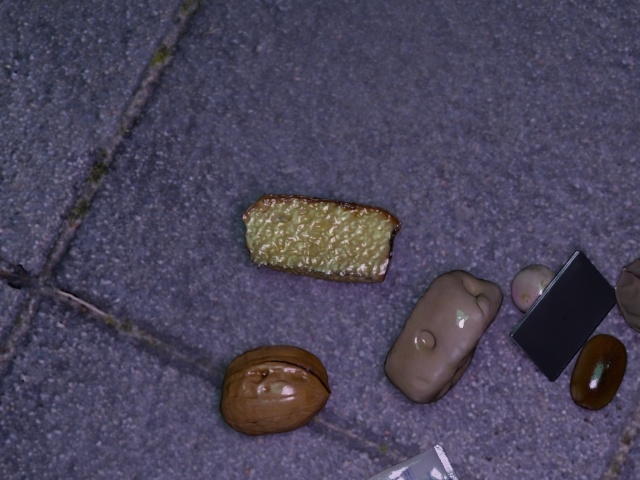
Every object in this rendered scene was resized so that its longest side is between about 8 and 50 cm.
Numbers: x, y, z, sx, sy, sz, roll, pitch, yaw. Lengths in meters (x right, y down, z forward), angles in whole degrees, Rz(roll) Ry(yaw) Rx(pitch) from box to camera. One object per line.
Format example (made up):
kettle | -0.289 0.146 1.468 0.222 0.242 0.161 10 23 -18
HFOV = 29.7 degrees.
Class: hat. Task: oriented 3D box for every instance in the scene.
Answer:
hat | 0.560 0.103 1.898 0.175 0.085 0.147 -2 66 -18

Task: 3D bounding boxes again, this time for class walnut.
walnut | -0.071 0.232 1.893 0.180 0.144 0.144 -5 72 14

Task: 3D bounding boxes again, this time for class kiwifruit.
kiwifruit | 0.432 0.203 1.873 0.075 0.075 0.124 23 73 13

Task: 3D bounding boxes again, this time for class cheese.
cheese | 0.191 0.138 1.854 0.117 0.218 0.235 32 57 9

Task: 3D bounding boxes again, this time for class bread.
bread | 0.007 0.002 1.956 0.260 0.134 0.129 7 84 14

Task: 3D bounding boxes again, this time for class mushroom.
mushroom | 0.343 0.079 1.923 0.084 0.067 0.083 -6 81 42

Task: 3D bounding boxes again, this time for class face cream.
face cream | 0.112 0.409 1.861 0.224 0.070 0.114 -22 71 -13

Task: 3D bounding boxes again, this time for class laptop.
laptop | 0.383 0.119 1.892 0.180 0.016 0.129 -50 117 -10
